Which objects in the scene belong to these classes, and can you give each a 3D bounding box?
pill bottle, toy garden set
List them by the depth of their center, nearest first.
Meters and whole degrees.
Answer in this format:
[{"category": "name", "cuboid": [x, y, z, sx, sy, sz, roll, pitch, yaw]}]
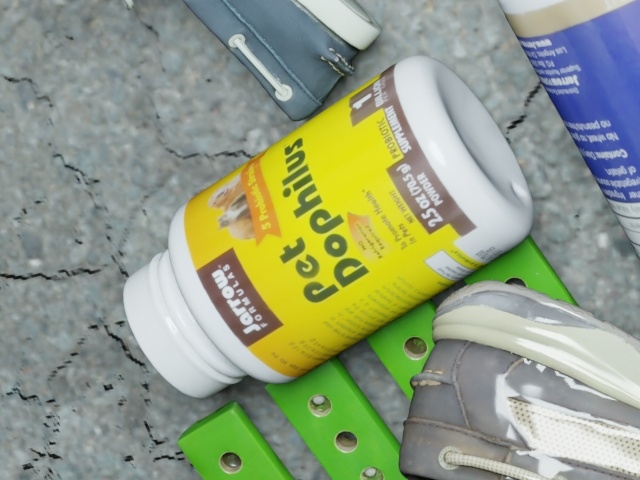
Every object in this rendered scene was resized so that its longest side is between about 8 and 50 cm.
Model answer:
[{"category": "pill bottle", "cuboid": [0.212, -0.056, 0.898, 0.153, 0.153, 0.264, -27, 104, 18]}, {"category": "pill bottle", "cuboid": [0.000, 0.000, 0.975, 0.215, 0.117, 0.117, -33, 102, 19]}, {"category": "toy garden set", "cuboid": [0.074, 0.130, 1.051, 0.244, 0.049, 0.204, -32, 100, 19]}]

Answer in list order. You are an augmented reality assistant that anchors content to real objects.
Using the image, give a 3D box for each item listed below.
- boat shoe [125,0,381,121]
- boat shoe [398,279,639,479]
[{"category": "boat shoe", "cuboid": [-0.087, -0.162, 0.947, 0.254, 0.095, 0.079, 37, 101, -14]}, {"category": "boat shoe", "cuboid": [0.201, 0.147, 0.905, 0.355, 0.132, 0.130, 24, 80, 18]}]
